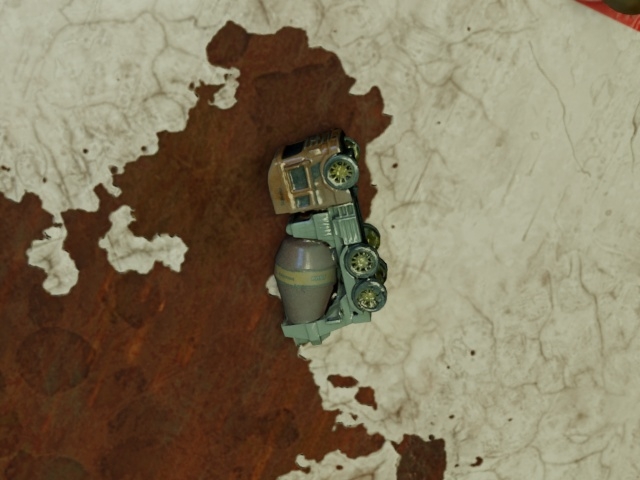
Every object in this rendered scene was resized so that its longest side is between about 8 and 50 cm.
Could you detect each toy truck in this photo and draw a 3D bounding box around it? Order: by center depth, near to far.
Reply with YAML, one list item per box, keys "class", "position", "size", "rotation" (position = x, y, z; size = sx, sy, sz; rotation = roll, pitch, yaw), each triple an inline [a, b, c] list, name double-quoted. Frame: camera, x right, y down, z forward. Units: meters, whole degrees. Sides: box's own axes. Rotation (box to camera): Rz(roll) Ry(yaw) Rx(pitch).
- class: "toy truck"
  position: [0.000, 0.000, 1.688]
  size: [0.140, 0.108, 0.257]
  rotation: [-12, 107, 7]

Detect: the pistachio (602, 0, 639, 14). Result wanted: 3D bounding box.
- class: "pistachio"
  position: [0.395, -0.408, 1.633]
  size: [0.197, 0.166, 0.288]
  rotation: [12, 93, -1]
